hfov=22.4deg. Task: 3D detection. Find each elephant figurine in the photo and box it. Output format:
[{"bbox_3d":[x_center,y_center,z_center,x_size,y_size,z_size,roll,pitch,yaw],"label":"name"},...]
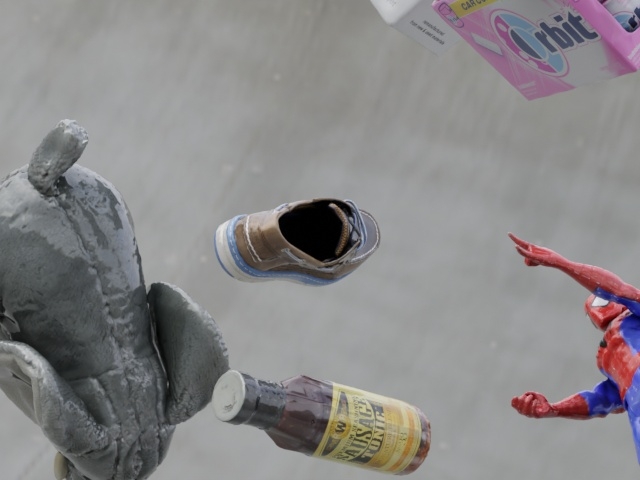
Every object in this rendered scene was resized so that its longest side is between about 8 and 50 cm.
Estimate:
[{"bbox_3d":[-0.140,0.079,1.025,0.239,0.169,0.186,60,8,14],"label":"elephant figurine"}]

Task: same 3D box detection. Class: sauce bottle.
[{"bbox_3d":[0.001,0.093,0.827,0.128,0.042,0.042,16,1,-40],"label":"sauce bottle"}]

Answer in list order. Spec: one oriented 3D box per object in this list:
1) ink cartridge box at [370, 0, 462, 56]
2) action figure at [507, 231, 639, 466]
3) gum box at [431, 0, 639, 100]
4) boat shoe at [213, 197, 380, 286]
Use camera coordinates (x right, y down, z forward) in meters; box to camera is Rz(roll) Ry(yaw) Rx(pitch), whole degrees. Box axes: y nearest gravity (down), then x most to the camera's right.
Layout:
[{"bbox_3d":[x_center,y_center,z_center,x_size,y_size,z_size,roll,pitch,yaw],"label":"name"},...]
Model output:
[{"bbox_3d":[0.130,-0.320,1.336,0.197,0.273,0.114,57,16,21],"label":"ink cartridge box"},{"bbox_3d":[0.171,0.089,0.959,0.139,0.091,0.280,17,21,-10],"label":"action figure"},{"bbox_3d":[0.165,-0.165,1.133,0.107,0.062,0.188,42,-12,-11],"label":"gum box"},{"bbox_3d":[0.000,0.000,1.255,0.066,0.066,0.183,-20,-5,36],"label":"boat shoe"}]
